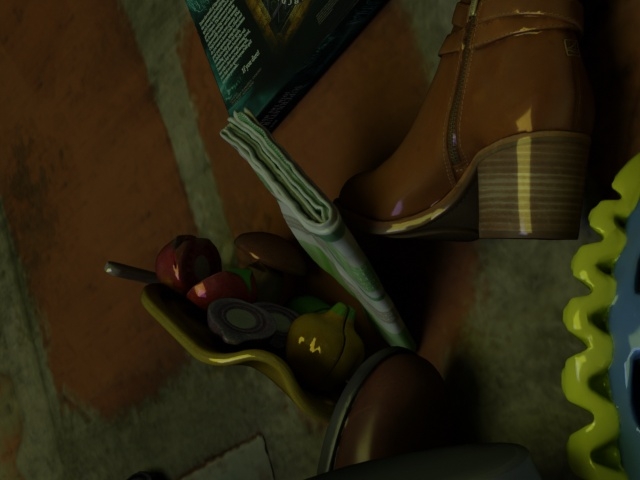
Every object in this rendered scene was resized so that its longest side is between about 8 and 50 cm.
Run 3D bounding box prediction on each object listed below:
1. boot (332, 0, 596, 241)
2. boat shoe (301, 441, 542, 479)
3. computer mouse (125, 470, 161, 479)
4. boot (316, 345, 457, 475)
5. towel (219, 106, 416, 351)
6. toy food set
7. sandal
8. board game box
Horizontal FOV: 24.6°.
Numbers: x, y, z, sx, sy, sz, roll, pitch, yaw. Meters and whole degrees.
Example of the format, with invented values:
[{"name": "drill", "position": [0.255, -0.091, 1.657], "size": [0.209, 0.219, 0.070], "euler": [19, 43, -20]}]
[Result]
[{"name": "boot", "position": [0.077, -0.076, 0.790], "size": [0.197, 0.073, 0.152], "euler": [0, 88, 55]}, {"name": "boat shoe", "position": [-0.002, 0.200, 0.727], "size": [0.367, 0.136, 0.156], "euler": [-27, 79, 54]}, {"name": "computer mouse", "position": [-0.149, 0.335, 1.143], "size": [0.188, 0.072, 0.272], "euler": [-43, 61, 46]}, {"name": "boot", "position": [0.119, 0.196, 0.751], "size": [0.280, 0.096, 0.264], "euler": [3, 89, 48]}, {"name": "towel", "position": [0.000, 0.000, 0.854], "size": [0.113, 0.023, 0.152], "euler": [50, 175, 38]}, {"name": "toy food set", "position": [-0.040, 0.035, 0.921], "size": [0.218, 0.128, 0.071], "euler": [35, 102, 50]}, {"name": "sandal", "position": [0.178, 0.111, 0.636], "size": [0.138, 0.126, 0.317], "euler": [-2, 84, 28]}, {"name": "board game box", "position": [-0.022, -0.166, 0.931], "size": [0.186, 0.026, 0.126], "euler": [-43, 61, 48]}]
